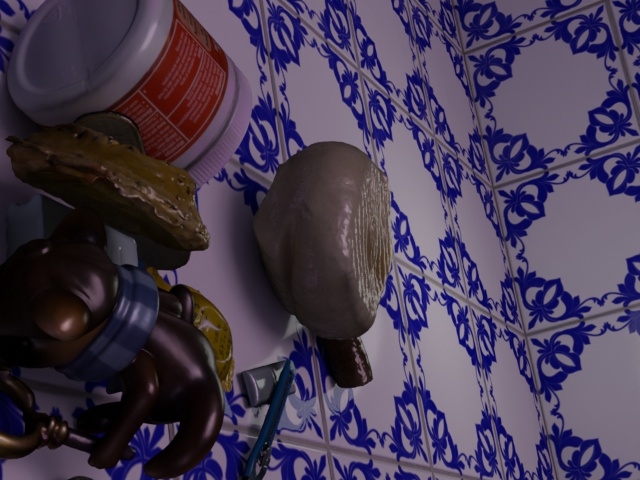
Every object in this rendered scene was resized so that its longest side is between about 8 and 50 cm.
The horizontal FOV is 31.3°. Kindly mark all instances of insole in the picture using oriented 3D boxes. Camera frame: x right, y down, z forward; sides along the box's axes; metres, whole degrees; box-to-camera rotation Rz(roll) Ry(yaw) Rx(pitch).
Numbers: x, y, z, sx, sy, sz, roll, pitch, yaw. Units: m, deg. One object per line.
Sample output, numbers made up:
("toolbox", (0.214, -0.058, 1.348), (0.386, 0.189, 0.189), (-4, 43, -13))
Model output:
("insole", (-0.253, -0.056, 1.546), (0.348, 0.119, 0.009), (78, 6, -54))

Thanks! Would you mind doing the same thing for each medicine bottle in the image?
("medicine bottle", (-0.258, -0.212, 1.553), (0.241, 0.252, 0.253), (47, 33, -46))

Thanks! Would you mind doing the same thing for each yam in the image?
("yam", (0.047, 0.211, 2.159), (0.084, 0.084, 0.127), (-32, 107, -67))

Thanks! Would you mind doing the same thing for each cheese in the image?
("cheese", (-0.203, 0.123, 1.664), (0.270, 0.069, 0.177), (51, 30, -36))

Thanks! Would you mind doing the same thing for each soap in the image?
("soap", (-0.318, 0.029, 1.478), (0.198, 0.066, 0.119), (32, 46, -57))

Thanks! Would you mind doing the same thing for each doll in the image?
("doll", (-0.264, 0.133, 1.348), (0.340, 0.209, 0.318), (45, 35, -42))

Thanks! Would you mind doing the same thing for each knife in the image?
("knife", (-0.083, 0.303, 1.816), (0.044, 0.026, 0.297), (61, 34, -36))

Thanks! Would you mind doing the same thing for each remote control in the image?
("remote control", (-0.083, 0.239, 1.902), (0.166, 0.029, 0.065), (-2, 74, -67))

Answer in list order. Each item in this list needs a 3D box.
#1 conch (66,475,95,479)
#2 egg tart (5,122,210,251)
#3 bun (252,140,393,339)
("conch", (-0.284, 0.323, 1.354), (0.076, 0.056, 0.085), (-30, 101, -54))
("egg tart", (-0.246, -0.071, 1.371), (0.279, 0.278, 0.095), (36, 74, -54))
("bun", (0.000, 0.000, 2.028), (0.365, 0.219, 0.365), (-2, 90, -74))
